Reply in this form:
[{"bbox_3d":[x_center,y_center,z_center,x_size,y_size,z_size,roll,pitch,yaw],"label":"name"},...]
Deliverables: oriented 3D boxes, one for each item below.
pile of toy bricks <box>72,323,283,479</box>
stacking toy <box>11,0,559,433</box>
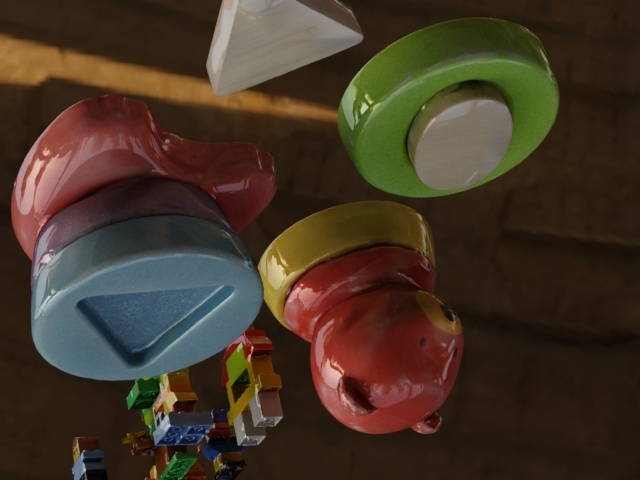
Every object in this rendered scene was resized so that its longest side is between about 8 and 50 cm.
[{"bbox_3d":[-0.114,0.122,1.064,0.118,0.212,0.105,2,-122,-27],"label":"pile of toy bricks"},{"bbox_3d":[0.000,0.000,0.844,0.309,0.279,0.130,10,-133,-36],"label":"stacking toy"}]
